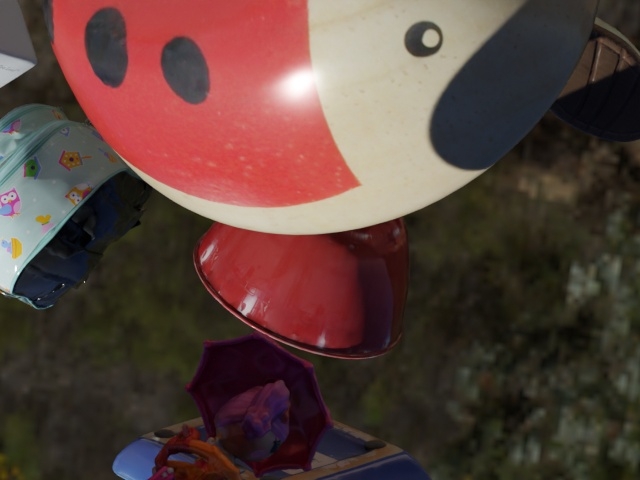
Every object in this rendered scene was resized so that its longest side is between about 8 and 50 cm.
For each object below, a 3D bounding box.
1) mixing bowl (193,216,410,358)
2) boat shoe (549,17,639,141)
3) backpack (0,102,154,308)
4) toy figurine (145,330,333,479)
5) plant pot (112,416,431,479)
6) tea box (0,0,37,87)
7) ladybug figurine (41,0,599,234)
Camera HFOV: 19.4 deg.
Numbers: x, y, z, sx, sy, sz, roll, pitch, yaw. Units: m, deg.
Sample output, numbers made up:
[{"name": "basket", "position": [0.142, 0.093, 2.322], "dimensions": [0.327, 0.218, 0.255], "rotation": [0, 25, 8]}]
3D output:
[{"name": "mixing bowl", "position": [0.000, 0.000, 1.471], "dimensions": [0.181, 0.098, 0.181], "rotation": [18, -153, -10]}, {"name": "boat shoe", "position": [0.203, -0.186, 1.687], "dimensions": [0.257, 0.095, 0.095], "rotation": [34, -159, -23]}, {"name": "backpack", "position": [-0.241, -0.033, 1.621], "dimensions": [0.144, 0.166, 0.188], "rotation": [45, 180, -1]}, {"name": "toy figurine", "position": [-0.060, 0.113, 0.922], "dimensions": [0.130, 0.159, 0.173], "rotation": [40, 164, -1]}, {"name": "plant pot", "position": [-0.046, 0.270, 1.618], "dimensions": [0.236, 0.212, 0.236], "rotation": [-10, -159, -44]}, {"name": "tea box", "position": [-0.445, -0.261, 1.498], "dimensions": [0.220, 0.324, 0.329], "rotation": [-26, 163, 24]}, {"name": "ladybug figurine", "position": [-0.032, -0.164, 1.175], "dimensions": [0.449, 0.305, 0.162], "rotation": [5, 166, 47]}]
